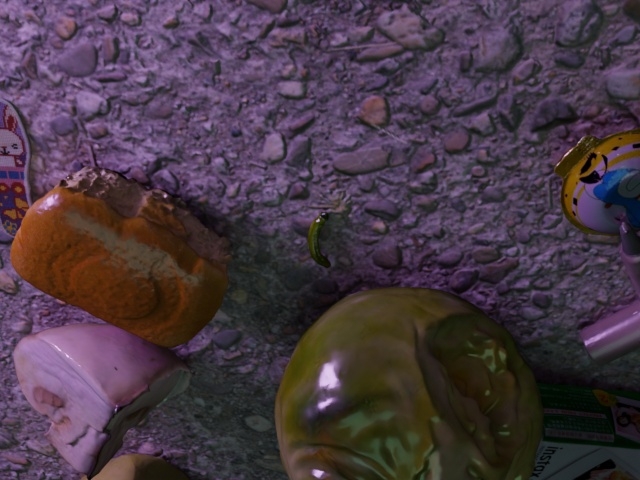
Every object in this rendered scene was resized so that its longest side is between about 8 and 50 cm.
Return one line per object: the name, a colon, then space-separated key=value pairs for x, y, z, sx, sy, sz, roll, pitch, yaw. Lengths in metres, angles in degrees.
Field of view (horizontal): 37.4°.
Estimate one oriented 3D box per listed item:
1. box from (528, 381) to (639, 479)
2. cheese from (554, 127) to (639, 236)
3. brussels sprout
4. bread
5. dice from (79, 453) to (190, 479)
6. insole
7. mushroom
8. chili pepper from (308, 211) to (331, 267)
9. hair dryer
box: x=0.341 y=0.285 z=1.249 sx=0.250 sy=0.103 sz=0.180 roll=7 pitch=127 yaw=-15
cheese: x=0.368 y=-0.049 z=1.048 sx=0.250 sy=0.064 sz=0.156 roll=22 pitch=126 yaw=-26
brussels sprout: x=0.094 y=0.220 z=1.109 sx=0.344 sy=0.344 sz=0.268 roll=-23 pitch=163 yaw=19
bread: x=-0.228 y=0.020 z=1.105 sx=0.246 sy=0.121 sz=0.174 roll=29 pitch=122 yaw=-19
dice: x=-0.273 y=0.427 z=1.375 sx=0.169 sy=0.166 sz=0.169 roll=-28 pitch=120 yaw=22
insole: x=-0.368 y=-0.080 z=1.112 sx=0.065 sy=0.004 sz=0.197 roll=4 pitch=126 yaw=1
mushroom: x=-0.282 y=0.172 z=1.231 sx=0.173 sy=0.162 sz=0.236 roll=47 pitch=137 yaw=13
chili pepper: x=0.000 y=0.001 z=1.137 sx=0.030 sy=0.017 sz=0.083 roll=4 pitch=126 yaw=-1
hair dryer: x=0.359 y=0.058 z=1.095 sx=0.195 sy=0.053 sz=0.220 roll=-34 pitch=138 yaw=26
